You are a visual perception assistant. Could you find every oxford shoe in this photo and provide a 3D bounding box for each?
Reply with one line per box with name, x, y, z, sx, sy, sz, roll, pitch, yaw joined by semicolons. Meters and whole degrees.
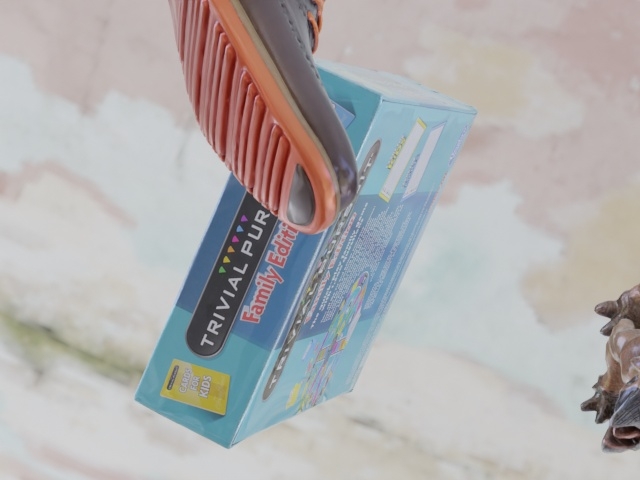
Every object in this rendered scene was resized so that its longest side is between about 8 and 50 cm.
oxford shoe;-0.028;-0.124;0.974;0.098;0.271;0.097;-15;-29;-20

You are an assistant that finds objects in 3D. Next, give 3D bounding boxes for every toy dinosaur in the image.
toy dinosaur;0.229;0.030;1.070;0.127;0.295;0.200;15;-38;3

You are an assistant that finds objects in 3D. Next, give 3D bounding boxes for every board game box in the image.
board game box;0.000;0.000;1.410;0.079;0.253;0.336;25;8;13
